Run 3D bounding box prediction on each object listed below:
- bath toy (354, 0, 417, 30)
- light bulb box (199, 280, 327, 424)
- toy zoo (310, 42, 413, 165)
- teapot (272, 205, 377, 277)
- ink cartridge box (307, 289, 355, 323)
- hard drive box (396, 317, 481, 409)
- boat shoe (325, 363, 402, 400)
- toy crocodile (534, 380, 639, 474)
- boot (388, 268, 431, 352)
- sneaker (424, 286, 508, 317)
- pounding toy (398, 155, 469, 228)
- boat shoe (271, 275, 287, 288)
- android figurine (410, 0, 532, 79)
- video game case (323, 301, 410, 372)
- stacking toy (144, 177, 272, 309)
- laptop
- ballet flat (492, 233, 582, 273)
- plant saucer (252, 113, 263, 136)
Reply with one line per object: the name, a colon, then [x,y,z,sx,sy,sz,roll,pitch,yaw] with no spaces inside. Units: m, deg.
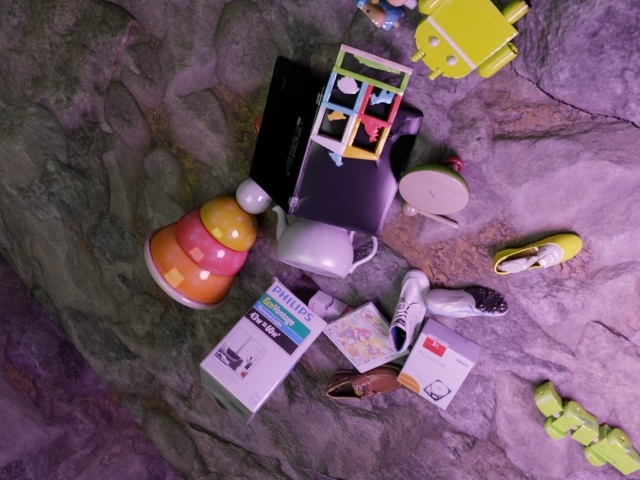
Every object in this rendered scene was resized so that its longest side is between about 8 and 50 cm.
bath toy: [0.227,-0.631,1.214,0.129,0.151,0.348,38,129,-13]
light bulb box: [-0.197,0.378,1.834,0.225,0.361,0.358,40,156,7]
toy zoo: [0.094,-0.330,1.424,0.192,0.030,0.293,16,113,-9]
teapot: [0.000,0.000,1.689,0.252,0.256,0.187,6,76,53]
ink cartridge box: [0.033,0.253,1.881,0.150,0.063,0.109,27,127,16]
hard drive box: [0.365,0.386,1.728,0.181,0.089,0.232,28,127,16]
boat shoe: [0.154,0.505,1.916,0.307,0.104,0.111,-21,103,38]
toy crocodile: [0.755,0.534,1.563,0.340,0.105,0.115,34,128,7]
boot: [0.266,0.222,1.677,0.095,0.123,0.259,14,122,25]
sneaker: [0.420,0.186,1.598,0.237,0.085,0.086,2,142,28]
pounding toy: [0.310,-0.151,1.478,0.182,0.110,0.237,15,152,13]
boat shoe: [-0.137,0.186,1.968,0.049,0.040,0.142,22,132,58]
android figurine: [0.330,-0.482,1.266,0.248,0.056,0.272,41,130,-18]
video game case: [0.148,0.323,1.818,0.206,0.026,0.227,-31,109,29]
stacking toy: [-0.321,-0.026,1.850,0.480,0.350,0.351,-41,90,23]
laptop: [0.020,-0.268,1.595,0.408,0.236,0.382,43,125,43]
ballet flat: [0.553,0.045,1.428,0.230,0.077,0.077,-17,104,37]
plant saucer: [-0.172,-0.352,1.713,0.083,0.013,0.084,15,122,26]
